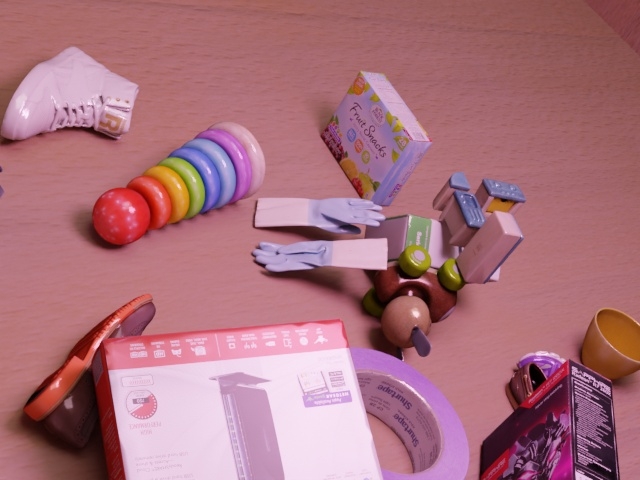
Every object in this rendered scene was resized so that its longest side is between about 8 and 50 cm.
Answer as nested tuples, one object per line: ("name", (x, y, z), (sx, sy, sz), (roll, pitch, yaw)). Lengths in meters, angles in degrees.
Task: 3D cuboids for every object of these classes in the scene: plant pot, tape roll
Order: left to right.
("tape roll", (0.079, 0.289, 1.607), (0.274, 0.090, 0.275), (21, 36, -16))
("plant pot", (0.547, 0.207, 2.060), (0.134, 0.095, 0.134), (20, 37, -16))

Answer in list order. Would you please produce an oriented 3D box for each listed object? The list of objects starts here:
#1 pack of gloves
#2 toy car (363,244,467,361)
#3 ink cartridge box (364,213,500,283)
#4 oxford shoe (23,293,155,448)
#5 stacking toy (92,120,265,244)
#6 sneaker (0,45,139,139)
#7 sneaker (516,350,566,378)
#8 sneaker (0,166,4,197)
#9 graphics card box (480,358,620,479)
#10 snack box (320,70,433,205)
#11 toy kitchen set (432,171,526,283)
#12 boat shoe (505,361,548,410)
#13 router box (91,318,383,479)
("pack of gloves", (0.000, 0.000, 1.896), (0.232, 0.046, 0.195), (0, 40, 3))
("toy car", (0.158, 0.133, 1.815), (0.149, 0.155, 0.188), (19, 47, -18))
("ink cartridge box", (0.201, 0.019, 1.962), (0.208, 0.153, 0.087), (12, 80, -26))
("oxford shoe", (-0.289, 0.173, 1.480), (0.098, 0.097, 0.271), (47, 41, -9))
("stacking toy", (-0.240, -0.087, 1.788), (0.141, 0.141, 0.330), (43, 41, 15))
("sneaker", (-0.403, -0.225, 1.840), (0.169, 0.108, 0.292), (28, 34, -1))
("sneaker", (0.423, 0.256, 1.934), (0.170, 0.068, 0.071), (31, 41, -3))
("sneaker", (-0.500, -0.130, 1.558), (0.153, 0.235, 0.094), (39, 40, -12))
("graphics card box", (0.324, 0.372, 1.571), (0.094, 0.233, 0.371), (30, 36, -11))
("snack box", (0.107, -0.200, 2.144), (0.070, 0.174, 0.207), (-1, 47, -40))
("toy kitchen set", (0.308, -0.035, 1.862), (0.166, 0.122, 0.207), (9, 43, -29))
("boat shoe", (0.382, 0.300, 1.844), (0.073, 0.073, 0.207), (2, 46, -38))
("router box", (-0.098, 0.263, 1.389), (0.335, 0.082, 0.301), (-3, 64, -26))
